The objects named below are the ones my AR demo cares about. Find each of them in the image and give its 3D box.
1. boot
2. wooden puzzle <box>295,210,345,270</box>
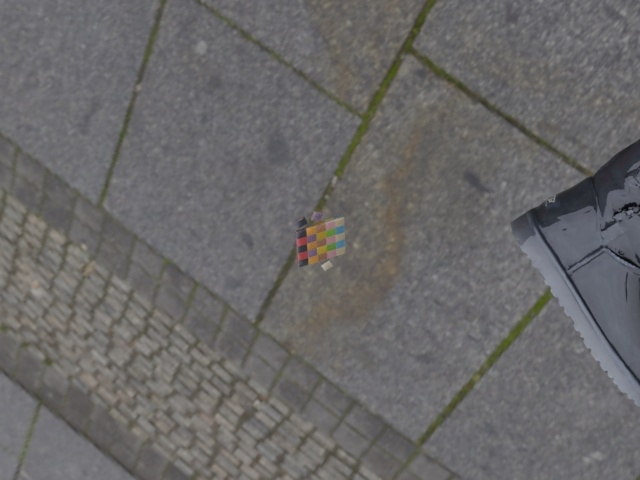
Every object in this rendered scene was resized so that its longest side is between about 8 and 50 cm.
[{"bbox_3d":[0.543,-0.001,1.409,0.445,0.146,0.367,-35,97,26],"label":"boot"},{"bbox_3d":[0.000,0.000,0.996,0.083,0.049,0.006,88,160,-45],"label":"wooden puzzle"}]
